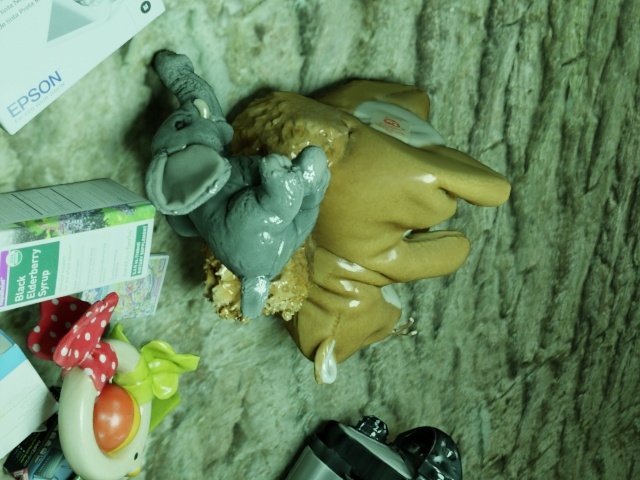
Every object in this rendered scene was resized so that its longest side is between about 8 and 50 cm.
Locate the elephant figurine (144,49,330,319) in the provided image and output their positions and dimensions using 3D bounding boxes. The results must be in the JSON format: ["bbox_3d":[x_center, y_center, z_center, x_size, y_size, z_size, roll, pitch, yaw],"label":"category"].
[{"bbox_3d":[-0.123,-0.070,1.121,0.186,0.239,0.169,-53,164,-48],"label":"elephant figurine"}]

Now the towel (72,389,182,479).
[{"bbox_3d":[-0.268,0.281,1.339,0.237,0.021,0.102,-50,166,-22],"label":"towel"}]

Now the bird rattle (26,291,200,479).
[{"bbox_3d":[-0.238,0.171,1.162,0.253,0.143,0.207,59,32,-71],"label":"bird rattle"}]

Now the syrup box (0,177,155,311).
[{"bbox_3d":[-0.302,0.004,1.089,0.237,0.096,0.093,-14,123,-46],"label":"syrup box"}]

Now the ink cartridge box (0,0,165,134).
[{"bbox_3d":[-0.277,-0.252,0.983,0.223,0.045,0.224,-45,141,-19],"label":"ink cartridge box"}]

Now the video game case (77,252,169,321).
[{"bbox_3d":[-0.247,0.060,1.262,0.122,0.011,0.087,-4,118,-48],"label":"video game case"}]

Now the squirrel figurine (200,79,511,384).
[{"bbox_3d":[0.000,0.000,1.357,0.397,0.281,0.370,1,125,-35],"label":"squirrel figurine"}]

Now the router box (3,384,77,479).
[{"bbox_3d":[-0.326,0.250,1.278,0.122,0.038,0.092,-59,145,-1],"label":"router box"}]

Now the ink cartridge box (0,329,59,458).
[{"bbox_3d":[-0.366,0.164,1.127,0.090,0.092,0.143,-41,139,-22],"label":"ink cartridge box"}]

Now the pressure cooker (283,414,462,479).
[{"bbox_3d":[0.089,0.491,1.658,0.375,0.370,0.420,38,83,-43],"label":"pressure cooker"}]
